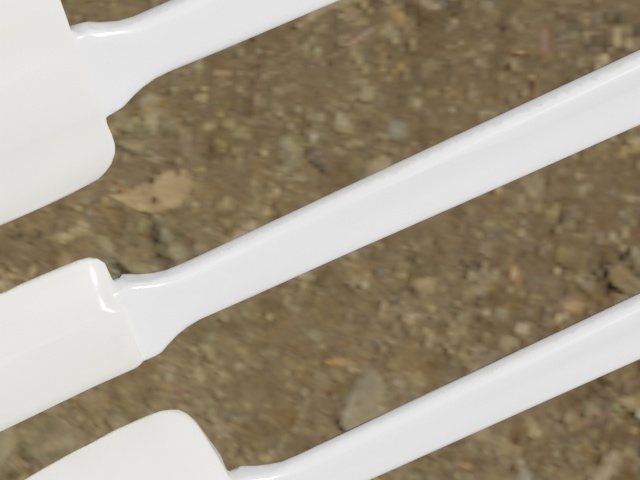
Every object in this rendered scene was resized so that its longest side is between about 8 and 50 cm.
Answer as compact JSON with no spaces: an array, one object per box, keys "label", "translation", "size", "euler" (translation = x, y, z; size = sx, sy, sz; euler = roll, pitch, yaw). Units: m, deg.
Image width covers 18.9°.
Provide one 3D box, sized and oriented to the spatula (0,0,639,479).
[{"label":"spatula","translation":[0.000,0.000,0.435],"size":[0.242,0.019,0.168],"euler":[-24,119,-10]}]
